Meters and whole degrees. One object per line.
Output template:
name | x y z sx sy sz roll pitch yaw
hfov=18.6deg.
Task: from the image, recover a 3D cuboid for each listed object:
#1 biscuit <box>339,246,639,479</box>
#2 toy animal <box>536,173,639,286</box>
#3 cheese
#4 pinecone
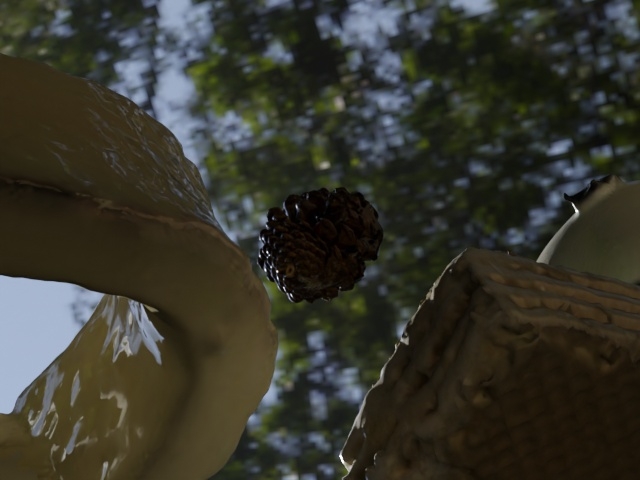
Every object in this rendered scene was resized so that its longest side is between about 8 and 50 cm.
biscuit | 0.207 0.107 1.002 0.426 0.078 0.144 14 -65 -34
toy animal | 0.305 0.074 1.512 0.310 0.251 0.250 27 -116 -38
cheese | -0.200 0.058 0.971 0.332 0.153 0.292 3 -61 -20
pinecone | 0.000 0.000 1.268 0.077 0.077 0.083 61 -140 -16
